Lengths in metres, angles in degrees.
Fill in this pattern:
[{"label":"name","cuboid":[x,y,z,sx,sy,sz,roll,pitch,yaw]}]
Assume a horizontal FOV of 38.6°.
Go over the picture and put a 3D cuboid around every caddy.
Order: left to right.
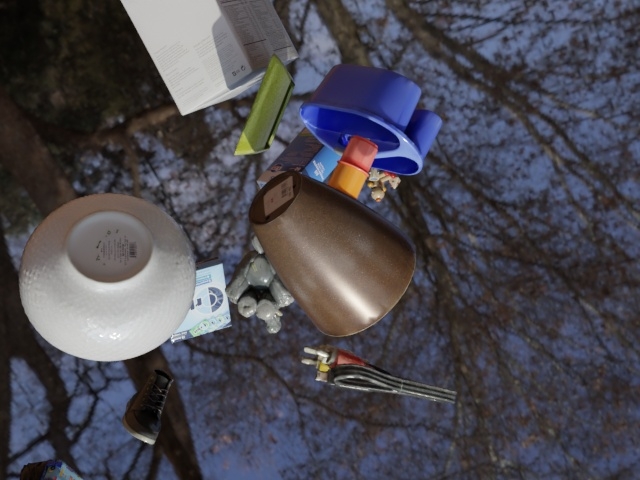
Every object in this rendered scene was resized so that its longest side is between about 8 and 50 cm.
[{"label":"caddy","cuboid":[0.107,-0.260,2.085,0.341,0.241,0.179,18,-111,44]}]

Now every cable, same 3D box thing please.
[{"label":"cable","cuboid":[0.113,0.226,1.564,0.139,0.287,0.072,142,-44,-71]}]

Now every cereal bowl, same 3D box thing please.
[{"label":"cereal bowl","cuboid":[-0.397,0.045,1.718,0.338,0.141,0.339,6,-123,-9]}]

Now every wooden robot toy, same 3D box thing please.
[{"label":"wooden robot toy","cuboid":[0.152,-0.145,2.406,0.076,0.173,0.079,-16,-112,41]}]

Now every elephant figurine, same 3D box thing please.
[{"label":"elephant figurine","cuboid":[-0.130,0.109,2.172,0.186,0.169,0.239,-47,172,4]}]

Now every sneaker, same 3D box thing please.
[{"label":"sneaker","cuboid":[-0.396,0.378,2.121,0.118,0.083,0.222,-56,-159,5]}]

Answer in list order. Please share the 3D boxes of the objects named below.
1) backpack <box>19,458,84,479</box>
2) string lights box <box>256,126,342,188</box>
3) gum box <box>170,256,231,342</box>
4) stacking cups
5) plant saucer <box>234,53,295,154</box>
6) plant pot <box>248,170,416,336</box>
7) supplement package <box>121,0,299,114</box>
[{"label":"backpack","cuboid":[-0.608,0.593,2.021,0.116,0.158,0.173,-17,-146,21]},{"label":"string lights box","cuboid":[-0.035,-0.209,2.392,0.133,0.077,0.260,8,-132,42]},{"label":"gum box","cuboid":[-0.307,0.146,2.232,0.156,0.184,0.041,-15,-148,-19]},{"label":"stacking cups","cuboid":[0.027,-0.066,1.913,0.096,0.096,0.316,17,-101,52]},{"label":"plant saucer","cuboid":[-0.093,-0.235,1.656,0.188,0.045,0.188,-78,-171,-84]},{"label":"plant pot","cuboid":[0.000,0.000,1.453,0.215,0.230,0.215,-29,-144,24]},{"label":"supplement package","cuboid":[-0.218,-0.425,1.821,0.199,0.263,0.198,-25,-174,33]}]
